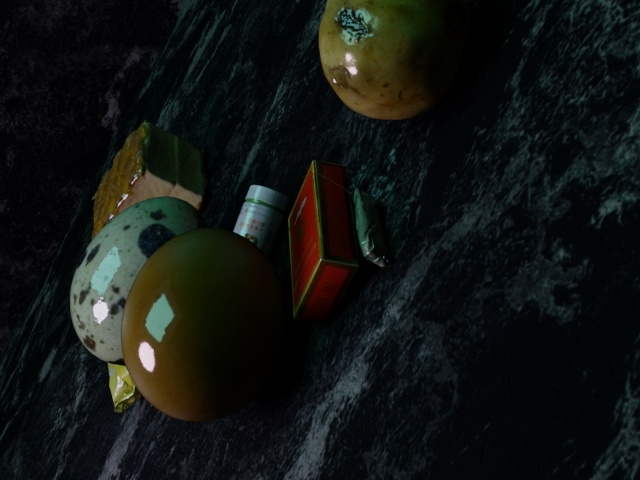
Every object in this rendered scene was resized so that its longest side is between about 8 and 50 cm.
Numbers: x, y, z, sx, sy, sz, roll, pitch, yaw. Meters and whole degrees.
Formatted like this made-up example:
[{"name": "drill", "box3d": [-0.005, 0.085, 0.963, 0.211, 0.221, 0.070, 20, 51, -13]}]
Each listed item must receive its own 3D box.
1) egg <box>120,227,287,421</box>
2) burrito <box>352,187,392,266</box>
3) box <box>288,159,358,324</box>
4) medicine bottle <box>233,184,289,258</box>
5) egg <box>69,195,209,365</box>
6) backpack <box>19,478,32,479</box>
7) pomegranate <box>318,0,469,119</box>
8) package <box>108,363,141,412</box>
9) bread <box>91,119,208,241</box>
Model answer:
[{"name": "egg", "box3d": [-0.197, 0.139, 1.498, 0.282, 0.282, 0.351, -42, 33, 38]}, {"name": "burrito", "box3d": [0.078, -0.024, 1.396, 0.042, 0.051, 0.171, -31, 36, 21]}, {"name": "box", "box3d": [0.001, 0.000, 1.457, 0.240, 0.074, 0.153, -95, 18, -44]}, {"name": "medicine bottle", "box3d": [-0.131, -0.011, 1.726, 0.086, 0.086, 0.183, -2, 67, 61]}, {"name": "egg", "box3d": [-0.375, 0.086, 1.861, 0.379, 0.287, 0.287, -64, 26, 5]}, {"name": "backpack", "box3d": [-0.752, 0.763, 2.066, 0.353, 0.201, 0.378, -19, 49, 54]}, {"name": "pomegranate", "box3d": [0.115, -0.321, 1.388, 0.260, 0.260, 0.260, -42, 34, 38]}, {"name": "package", "box3d": [-0.438, 0.283, 2.030, 0.168, 0.090, 0.226, -54, 31, 15]}, {"name": "bread", "box3d": [-0.444, -0.118, 2.254, 0.279, 0.207, 0.279, -53, 27, 23]}]
